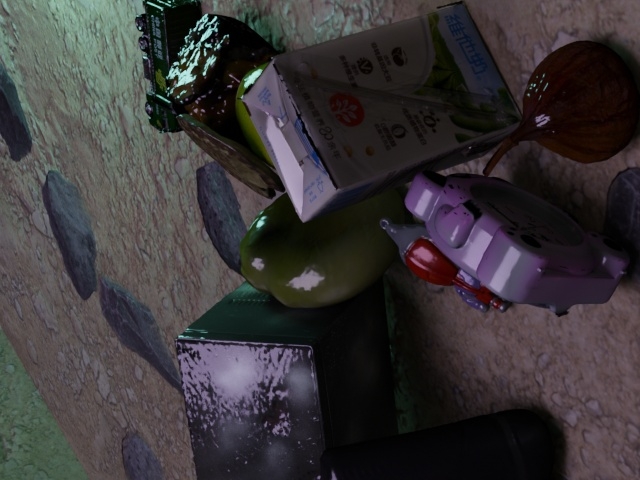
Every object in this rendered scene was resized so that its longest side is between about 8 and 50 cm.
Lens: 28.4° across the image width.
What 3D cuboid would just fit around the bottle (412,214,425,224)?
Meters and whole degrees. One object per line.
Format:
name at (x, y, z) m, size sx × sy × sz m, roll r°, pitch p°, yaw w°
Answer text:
bottle at (0.184, -0.045, 1.854) m, size 0.063 × 0.047 × 0.101 m, roll 39°, pitch 154°, yaw -25°

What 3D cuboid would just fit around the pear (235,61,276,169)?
pear at (-0.019, -0.190, 1.961) m, size 0.220 × 0.187 × 0.187 m, roll 22°, pitch 127°, yaw 33°

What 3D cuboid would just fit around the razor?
razor at (0.171, 0.364, 1.850) m, size 0.113 × 0.349 × 0.204 m, roll -112°, pitch 12°, yaw -65°

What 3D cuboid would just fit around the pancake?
pancake at (-0.146, -0.133, 2.019) m, size 0.212 × 0.029 × 0.235 m, roll 38°, pitch 173°, yaw -13°

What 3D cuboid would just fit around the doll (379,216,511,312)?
doll at (0.181, 0.029, 1.844) m, size 0.227 × 0.075 × 0.102 m, roll 32°, pitch 135°, yaw 19°

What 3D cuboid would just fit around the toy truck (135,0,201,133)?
toy truck at (-0.277, -0.327, 2.357) m, size 0.121 × 0.088 × 0.259 m, roll 30°, pitch 131°, yaw 46°

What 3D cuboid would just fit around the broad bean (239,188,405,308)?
broad bean at (0.000, 0.000, 1.977) m, size 0.119 × 0.291 × 0.238 m, roll 46°, pitch -148°, yaw -43°

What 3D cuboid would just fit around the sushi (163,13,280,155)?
sushi at (-0.150, -0.248, 2.126) m, size 0.213 × 0.204 × 0.200 m, roll -51°, pitch 26°, yaw 18°

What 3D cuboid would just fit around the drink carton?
drink carton at (0.080, -0.170, 1.660) m, size 0.194 × 0.324 × 0.132 m, roll 65°, pitch 150°, yaw 7°

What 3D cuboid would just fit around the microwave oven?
microwave oven at (-0.032, 0.298, 2.066) m, size 0.236 × 0.374 × 0.432 m, roll 2°, pitch 109°, yaw 24°

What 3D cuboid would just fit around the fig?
fig at (0.273, -0.152, 1.500) m, size 0.146 × 0.201 × 0.134 m, roll 62°, pitch 159°, yaw 22°

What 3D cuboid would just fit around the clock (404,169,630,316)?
clock at (0.242, -0.007, 1.607) m, size 0.248 × 0.227 × 0.090 m, roll 43°, pitch 119°, yaw 41°
